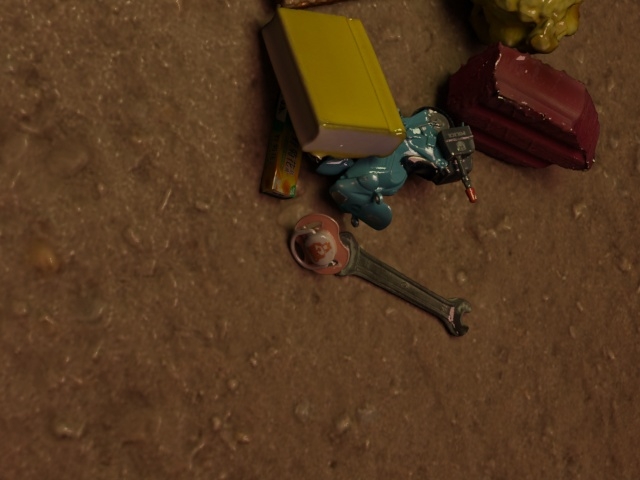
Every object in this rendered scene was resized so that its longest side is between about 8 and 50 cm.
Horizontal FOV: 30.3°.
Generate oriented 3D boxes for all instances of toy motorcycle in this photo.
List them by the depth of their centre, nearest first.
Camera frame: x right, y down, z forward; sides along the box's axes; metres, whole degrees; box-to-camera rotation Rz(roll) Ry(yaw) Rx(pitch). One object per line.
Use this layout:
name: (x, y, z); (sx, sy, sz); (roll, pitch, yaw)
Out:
toy motorcycle: (0.113, -0.112, 1.768); (0.272, 0.123, 0.182); (-11, 74, -24)

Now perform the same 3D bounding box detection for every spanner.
spanner: (0.126, 0.069, 1.835); (0.302, 0.017, 0.071); (27, 71, -30)

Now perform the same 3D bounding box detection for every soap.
soap: (0.339, -0.200, 1.912); (0.289, 0.182, 0.112); (22, 72, -27)

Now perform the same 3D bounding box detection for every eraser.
eraser: (0.019, -0.222, 1.685); (0.158, 0.069, 0.226); (3, 57, -37)

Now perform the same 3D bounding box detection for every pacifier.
pacifier: (0.000, 0.000, 1.728); (0.078, 0.081, 0.099); (-63, 136, -59)

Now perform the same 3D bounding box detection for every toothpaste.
toothpaste: (-0.048, -0.149, 1.713); (0.043, 0.037, 0.178); (18, 76, -32)

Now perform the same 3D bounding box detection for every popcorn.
popcorn: (0.330, -0.399, 1.887); (0.206, 0.237, 0.251); (4, 72, -11)

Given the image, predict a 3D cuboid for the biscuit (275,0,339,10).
biscuit: (0.073, -0.418, 1.811); (0.378, 0.054, 0.094); (-19, 98, -36)
